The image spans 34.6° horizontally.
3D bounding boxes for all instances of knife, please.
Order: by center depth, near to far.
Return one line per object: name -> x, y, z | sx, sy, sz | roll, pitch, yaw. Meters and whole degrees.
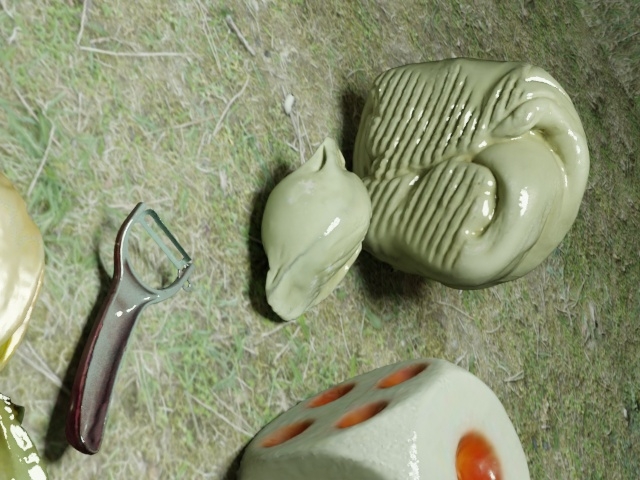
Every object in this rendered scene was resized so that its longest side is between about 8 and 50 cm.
knife -> -0.201, 0.101, 1.043 | 0.123, 0.053, 0.278 | 52, 37, -35

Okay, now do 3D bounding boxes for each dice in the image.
dice -> 0.076, 0.287, 1.181 | 0.259, 0.251, 0.243 | -35, 102, -57

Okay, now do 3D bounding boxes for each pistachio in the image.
pistachio -> -0.310, 0.031, 0.868 | 0.145, 0.117, 0.201 | 9, 68, -12

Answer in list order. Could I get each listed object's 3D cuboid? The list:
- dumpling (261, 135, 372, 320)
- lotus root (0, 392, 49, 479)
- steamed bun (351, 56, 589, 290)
dumpling -> 0.000, 0.000, 1.343 | 0.179, 0.131, 0.252 | 64, 37, -53
lotus root -> -0.328, 0.200, 0.702 | 0.267, 0.149, 0.260 | 38, 36, -44
steamed bun -> 0.216, -0.086, 1.504 | 0.255, 0.367, 0.343 | 27, 85, -47
